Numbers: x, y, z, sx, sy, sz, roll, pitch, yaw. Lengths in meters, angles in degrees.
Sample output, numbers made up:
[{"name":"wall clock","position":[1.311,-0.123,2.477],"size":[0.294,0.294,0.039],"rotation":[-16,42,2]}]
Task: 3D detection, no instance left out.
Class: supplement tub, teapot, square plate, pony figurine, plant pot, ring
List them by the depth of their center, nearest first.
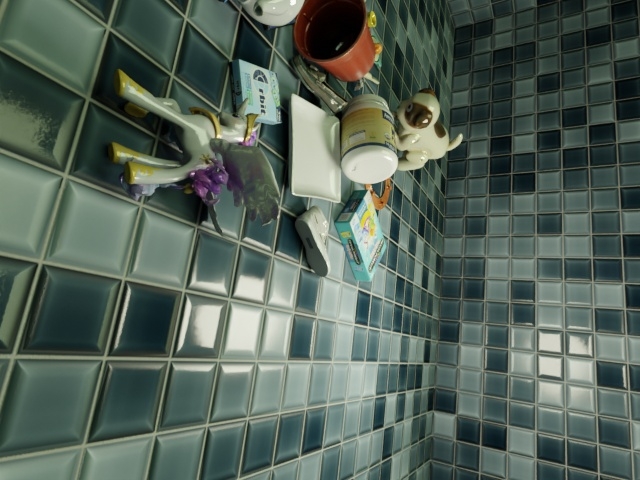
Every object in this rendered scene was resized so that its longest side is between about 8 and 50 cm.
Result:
[{"name":"pony figurine","position":[-0.266,-0.182,0.919],"size":[0.364,0.303,0.350],"rotation":[-4,84,-45]},{"name":"teapot","position":[-0.167,-0.734,1.113],"size":[0.187,0.256,0.252],"rotation":[-9,114,-37]},{"name":"plant pot","position":[0.077,-0.737,1.501],"size":[0.265,0.273,0.271],"rotation":[5,85,-67]},{"name":"square plate","position":[-0.023,-0.323,1.507],"size":[0.347,0.049,0.343],"rotation":[0,88,-60]},{"name":"supplement tub","position":[0.196,-0.422,1.679],"size":[0.228,0.229,0.315],"rotation":[39,45,-53]},{"name":"ring","position":[0.304,-0.326,2.083],"size":[0.337,0.032,0.335],"rotation":[-1,91,-59]}]

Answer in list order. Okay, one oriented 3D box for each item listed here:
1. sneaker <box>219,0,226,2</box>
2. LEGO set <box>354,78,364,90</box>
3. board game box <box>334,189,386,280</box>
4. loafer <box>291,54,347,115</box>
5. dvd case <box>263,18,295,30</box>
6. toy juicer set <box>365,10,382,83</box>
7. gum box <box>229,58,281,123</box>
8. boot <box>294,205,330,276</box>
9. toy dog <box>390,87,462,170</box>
[{"name":"sneaker","position":[-0.293,-0.722,1.053],"size":[0.078,0.067,0.188],"rotation":[-35,132,-21]},{"name":"LEGO set","position":[0.145,-0.799,1.802],"size":[0.183,0.060,0.244],"rotation":[27,73,-45]},{"name":"board game box","position":[0.192,-0.022,1.838],"size":[0.253,0.079,0.335],"rotation":[-58,137,-42]},{"name":"loafer","position":[0.002,-0.577,1.482],"size":[0.267,0.084,0.096],"rotation":[42,35,-41]},{"name":"dvd case","position":[-0.166,-0.822,1.300],"size":[0.180,0.022,0.252],"rotation":[-49,131,-47]},{"name":"toy juicer set","position":[0.237,-0.904,1.922],"size":[0.209,0.090,0.328],"rotation":[-46,128,-50]},{"name":"gum box","position":[-0.193,-0.443,1.227],"size":[0.184,0.041,0.156],"rotation":[-14,101,-60]},{"name":"boot","position":[0.000,0.000,1.491],"size":[0.123,0.095,0.258],"rotation":[-45,126,-42]},{"name":"toy dog","position":[0.528,-0.588,2.135],"size":[0.284,0.396,0.408],"rotation":[-67,152,-19]}]
